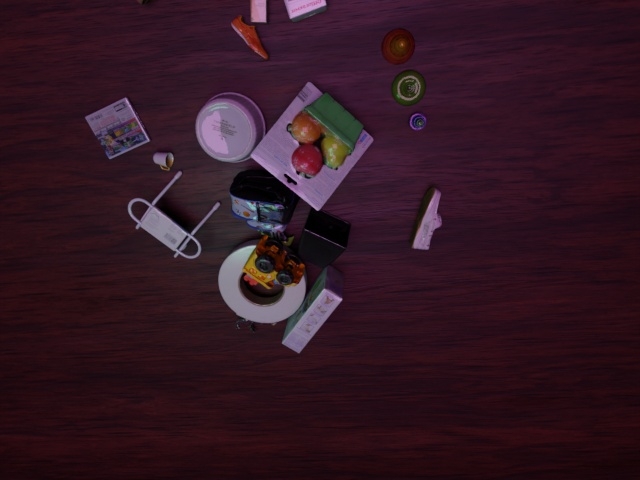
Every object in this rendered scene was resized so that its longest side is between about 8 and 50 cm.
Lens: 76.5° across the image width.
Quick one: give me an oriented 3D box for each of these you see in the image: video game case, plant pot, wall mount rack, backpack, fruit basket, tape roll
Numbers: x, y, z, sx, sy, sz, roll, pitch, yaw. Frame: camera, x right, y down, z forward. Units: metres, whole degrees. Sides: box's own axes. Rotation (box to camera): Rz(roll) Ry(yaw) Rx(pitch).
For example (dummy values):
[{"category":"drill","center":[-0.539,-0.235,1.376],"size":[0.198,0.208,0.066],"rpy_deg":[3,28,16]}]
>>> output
[{"category":"video game case","center":[-0.818,-0.452,1.645],"size":[0.201,0.023,0.183],"rpy_deg":[-20,109,10]},{"category":"plant pot","center":[0.000,0.000,1.691],"size":[0.187,0.188,0.167],"rpy_deg":[25,125,-6]},{"category":"wall mount rack","center":[-0.610,-0.102,1.720],"size":[0.350,0.130,0.304],"rpy_deg":[40,113,-11]},{"category":"backpack","center":[-0.222,-0.168,1.606],"size":[0.263,0.276,0.213],"rpy_deg":[13,125,2]},{"category":"fruit basket","center":[-0.026,-0.347,1.514],"size":[0.327,0.165,0.353],"rpy_deg":[38,93,-11]},{"category":"tape roll","center":[-0.252,0.184,1.784],"size":[0.392,0.072,0.392],"rpy_deg":[1,113,3]}]

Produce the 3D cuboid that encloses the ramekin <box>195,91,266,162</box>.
[{"category":"ramekin","center":[-0.353,-0.427,1.565],"size":[0.273,0.127,0.273],"rpy_deg":[2,112,4]}]

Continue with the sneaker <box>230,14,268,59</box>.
[{"category":"sneaker","center":[-0.247,-0.735,1.471],"size":[0.067,0.064,0.175],"rpy_deg":[-41,107,7]}]

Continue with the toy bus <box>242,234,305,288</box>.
[{"category":"toy bus","center":[-0.206,0.123,1.647],"size":[0.220,0.149,0.211],"rpy_deg":[37,124,-13]}]

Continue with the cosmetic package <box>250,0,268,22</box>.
[{"category":"cosmetic package","center":[-0.217,-0.835,1.439],"size":[0.060,0.041,0.115],"rpy_deg":[2,112,3]}]

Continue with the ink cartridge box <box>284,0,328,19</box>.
[{"category":"ink cartridge box","center":[-0.068,-0.877,1.391],"size":[0.139,0.082,0.191],"rpy_deg":[-16,108,10]}]

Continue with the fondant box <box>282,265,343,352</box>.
[{"category":"fondant box","center":[-0.029,0.292,1.768],"size":[0.096,0.238,0.330],"rpy_deg":[32,111,-8]}]

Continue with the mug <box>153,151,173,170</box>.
[{"category":"mug","center":[-0.648,-0.326,1.664],"size":[0.064,0.062,0.078],"rpy_deg":[12,106,8]}]

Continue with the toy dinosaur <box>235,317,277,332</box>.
[{"category":"toy dinosaur","center":[-0.339,0.368,1.918],"size":[0.268,0.064,0.118],"rpy_deg":[20,97,-3]}]

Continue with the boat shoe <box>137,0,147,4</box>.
[{"category":"boat shoe","center":[-0.539,-0.941,1.388],"size":[0.324,0.123,0.116],"rpy_deg":[-28,114,21]}]

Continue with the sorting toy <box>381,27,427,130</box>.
[{"category":"sorting toy","center":[0.318,-0.573,1.461],"size":[0.127,0.126,0.365],"rpy_deg":[-16,109,10]}]

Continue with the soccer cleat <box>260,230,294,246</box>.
[{"category":"soccer cleat","center":[-0.198,-0.039,1.751],"size":[0.179,0.060,0.072],"rpy_deg":[30,101,-15]}]

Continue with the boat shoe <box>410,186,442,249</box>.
[{"category":"boat shoe","center":[0.450,-0.085,1.665],"size":[0.096,0.098,0.277],"rpy_deg":[12,121,-1]}]
